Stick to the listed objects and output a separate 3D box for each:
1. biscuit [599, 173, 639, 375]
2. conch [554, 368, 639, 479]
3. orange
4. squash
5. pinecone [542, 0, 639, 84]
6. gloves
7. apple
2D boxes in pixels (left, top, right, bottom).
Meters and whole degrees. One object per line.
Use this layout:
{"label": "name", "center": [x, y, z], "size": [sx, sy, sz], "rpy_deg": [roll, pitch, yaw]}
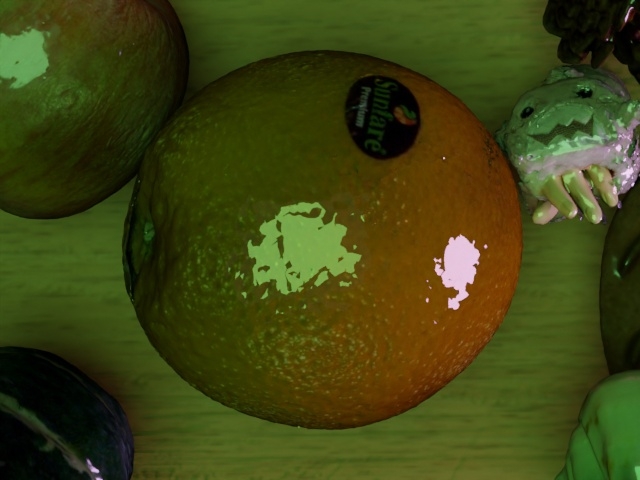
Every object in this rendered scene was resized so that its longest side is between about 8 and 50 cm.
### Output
{"label": "biscuit", "center": [0.360, 0.082, 1.210], "size": [0.314, 0.063, 0.368], "rpy_deg": [-8, 107, 20]}
{"label": "conch", "center": [0.287, 0.159, 1.174], "size": [0.250, 0.137, 0.144], "rpy_deg": [2, 90, 6]}
{"label": "orange", "center": [0.000, 0.000, 1.176], "size": [0.274, 0.274, 0.274], "rpy_deg": [1, 97, 6]}
{"label": "squash", "center": [-0.247, 0.196, 1.236], "size": [0.165, 0.252, 0.252], "rpy_deg": [34, 99, -7]}
{"label": "pinecone", "center": [0.244, -0.204, 1.172], "size": [0.207, 0.208, 0.208], "rpy_deg": [1, 97, 6]}
{"label": "gloves", "center": [0.177, -0.074, 1.213], "size": [0.110, 0.144, 0.094], "rpy_deg": [-32, 106, 6]}
{"label": "apple", "center": [-0.199, -0.122, 1.213], "size": [0.211, 0.211, 0.188], "rpy_deg": [41, 99, 0]}
